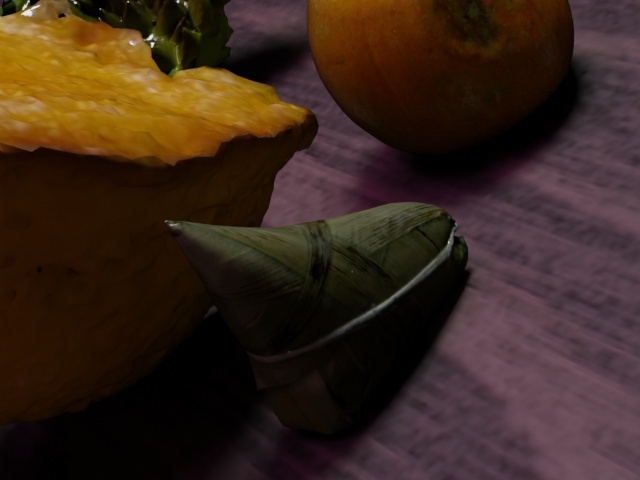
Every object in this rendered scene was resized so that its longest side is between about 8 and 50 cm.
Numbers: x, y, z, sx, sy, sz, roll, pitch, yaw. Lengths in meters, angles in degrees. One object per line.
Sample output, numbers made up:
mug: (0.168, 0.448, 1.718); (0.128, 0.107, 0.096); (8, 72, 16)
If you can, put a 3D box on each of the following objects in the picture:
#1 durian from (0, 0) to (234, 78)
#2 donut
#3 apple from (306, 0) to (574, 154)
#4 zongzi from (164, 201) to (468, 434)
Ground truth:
durian: (-0.121, -0.109, 1.009); (0.375, 0.107, 0.132); (-22, 6, 26)
donut: (-0.245, -0.066, 0.784); (0.435, 0.377, 0.163); (41, 116, 49)
apple: (0.049, -0.091, 0.781); (0.099, 0.102, 0.114); (-45, 28, -20)
zongzi: (0.000, 0.000, 0.677); (0.052, 0.113, 0.104); (2, 45, 45)
